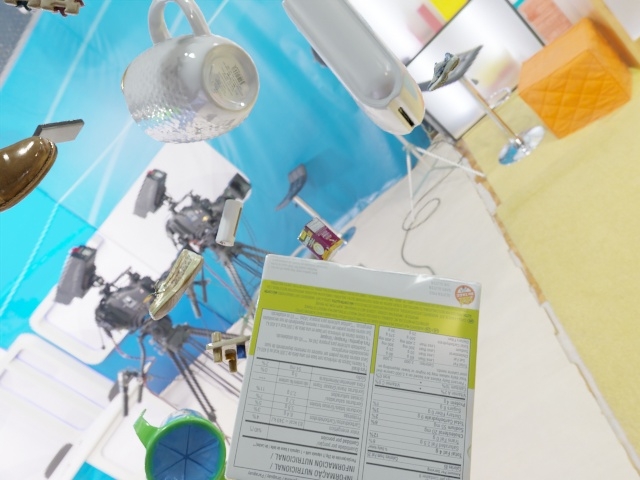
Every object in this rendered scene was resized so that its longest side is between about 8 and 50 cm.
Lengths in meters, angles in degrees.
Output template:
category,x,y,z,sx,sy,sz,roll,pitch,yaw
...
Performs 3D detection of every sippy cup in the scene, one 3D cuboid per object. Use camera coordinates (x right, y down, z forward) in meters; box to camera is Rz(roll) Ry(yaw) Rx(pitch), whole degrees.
category,x,y,z,sx,sy,sz,roll,pitch,yaw
sippy cup,-0.420,0.634,1.485,0.240,0.305,0.224,-20,5,-18

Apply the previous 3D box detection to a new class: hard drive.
category,x,y,z,sx,sy,sz,roll,pitch,yaw
hard drive,-0.773,-0.317,1.406,0.094,0.022,0.135,-34,0,36

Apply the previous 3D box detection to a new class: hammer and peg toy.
category,x,y,z,sx,sy,sz,roll,pitch,yaw
hammer and peg toy,-0.252,0.425,1.941,0.361,0.266,0.127,-13,61,5

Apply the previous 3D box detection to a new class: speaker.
category,x,y,z,sx,sy,sz,roll,pitch,yaw
speaker,-0.277,-0.053,1.454,0.055,0.055,0.136,-20,55,60

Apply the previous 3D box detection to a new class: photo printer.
category,x,y,z,sx,sy,sz,roll,pitch,yaw
photo printer,0.083,-0.339,0.921,0.107,0.307,0.256,-39,-12,16

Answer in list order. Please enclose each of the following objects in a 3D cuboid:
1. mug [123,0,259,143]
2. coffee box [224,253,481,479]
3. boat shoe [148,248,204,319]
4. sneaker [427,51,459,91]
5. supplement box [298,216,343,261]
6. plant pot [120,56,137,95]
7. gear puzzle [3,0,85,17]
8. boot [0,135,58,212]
category,x,y,z,sx,sy,sz,roll,pitch,yaw
mug,-0.339,-0.449,1.258,0.328,0.374,0.276,7,31,47
coffee box,0.055,0.243,0.839,0.337,0.338,0.334,90,-172,-73
boat shoe,-0.516,0.151,1.669,0.285,0.089,0.104,-60,-2,-41
sneaker,0.386,-0.543,1.541,0.135,0.058,0.052,-52,-19,29
supplement box,0.000,0.000,1.040,0.043,0.083,0.055,-37,-18,-40
plant pot,-0.538,-0.505,1.653,0.254,0.239,0.254,-8,71,25
gear puzzle,-0.579,-0.653,1.052,0.044,0.175,0.339,117,161,-83
boot,-0.606,-0.103,0.816,0.305,0.112,0.115,-37,-32,-16
